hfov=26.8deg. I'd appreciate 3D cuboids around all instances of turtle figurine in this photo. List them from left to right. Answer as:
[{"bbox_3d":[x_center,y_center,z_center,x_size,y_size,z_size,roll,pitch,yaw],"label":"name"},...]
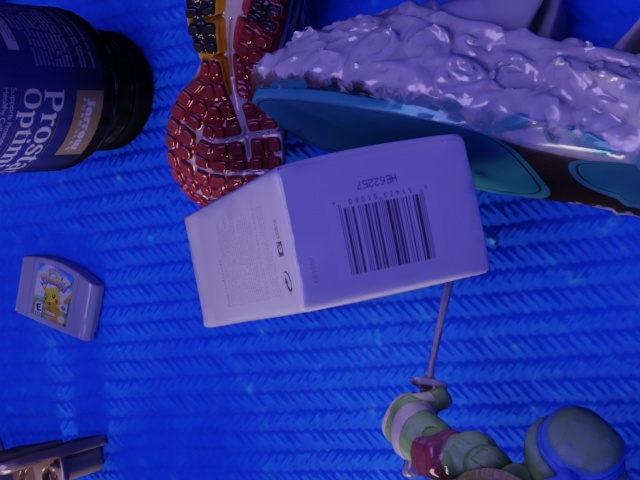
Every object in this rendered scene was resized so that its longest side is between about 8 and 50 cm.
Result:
[{"bbox_3d":[0.125,0.169,0.794,0.198,0.275,0.266,19,122,-10],"label":"turtle figurine"}]

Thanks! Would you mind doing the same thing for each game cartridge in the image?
[{"bbox_3d":[-0.212,0.043,1.088,0.083,0.017,0.056,18,100,30],"label":"game cartridge"}]

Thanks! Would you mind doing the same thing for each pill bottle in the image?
[{"bbox_3d":[-0.224,-0.108,0.959,0.123,0.219,0.123,4,97,33],"label":"pill bottle"}]

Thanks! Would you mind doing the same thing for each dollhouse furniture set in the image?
[{"bbox_3d":[-0.218,0.239,1.045,0.144,0.123,0.151,-14,87,33],"label":"dollhouse furniture set"}]

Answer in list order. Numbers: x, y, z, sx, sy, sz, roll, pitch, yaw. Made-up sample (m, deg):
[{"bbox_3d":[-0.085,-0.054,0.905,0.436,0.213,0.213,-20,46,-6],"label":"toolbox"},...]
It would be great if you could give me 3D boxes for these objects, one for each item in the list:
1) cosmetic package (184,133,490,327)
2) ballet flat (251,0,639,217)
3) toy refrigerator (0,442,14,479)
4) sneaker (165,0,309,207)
[{"bbox_3d":[0.000,0.000,0.822,0.231,0.117,0.085,166,93,-70],"label":"cosmetic package"},{"bbox_3d":[0.157,-0.083,0.793,0.409,0.147,0.147,17,103,27],"label":"ballet flat"},{"bbox_3d":[-0.303,0.264,1.115,0.094,0.102,0.269,-29,80,31],"label":"toy refrigerator"},{"bbox_3d":[-0.045,-0.115,0.933,0.088,0.093,0.225,20,121,13],"label":"sneaker"}]
